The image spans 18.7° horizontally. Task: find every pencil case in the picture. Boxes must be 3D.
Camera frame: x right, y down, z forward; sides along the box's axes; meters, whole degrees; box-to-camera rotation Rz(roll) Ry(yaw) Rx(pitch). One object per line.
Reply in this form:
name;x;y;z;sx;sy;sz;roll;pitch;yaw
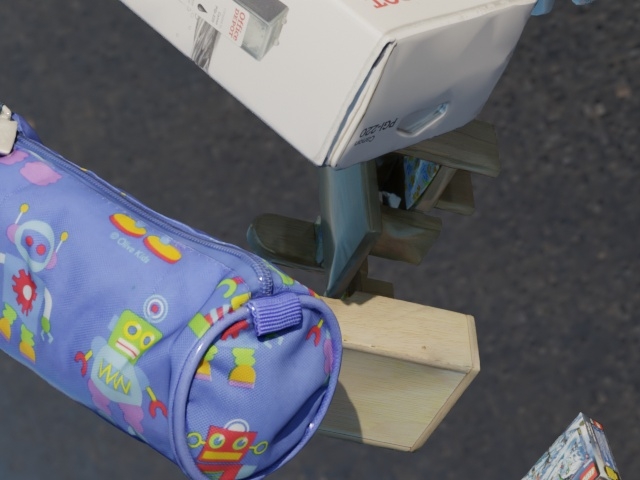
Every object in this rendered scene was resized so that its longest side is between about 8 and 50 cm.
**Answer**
pencil case;-0.127;0.022;1.121;0.306;0.119;0.133;30;122;37

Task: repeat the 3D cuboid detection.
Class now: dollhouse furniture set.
dollhouse furniture set;0.000;0.000;1.269;0.212;0.161;0.242;121;154;-44

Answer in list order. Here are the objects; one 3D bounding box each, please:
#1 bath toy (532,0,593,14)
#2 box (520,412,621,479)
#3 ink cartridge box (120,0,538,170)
bath toy;0.291;-0.297;1.843;0.151;0.348;0.129;-108;5;-70
box;0.198;0.224;1.653;0.137;0.027;0.094;-52;20;22
ink cartridge box;-0.014;-0.148;1.066;0.218;0.158;0.092;42;125;19
